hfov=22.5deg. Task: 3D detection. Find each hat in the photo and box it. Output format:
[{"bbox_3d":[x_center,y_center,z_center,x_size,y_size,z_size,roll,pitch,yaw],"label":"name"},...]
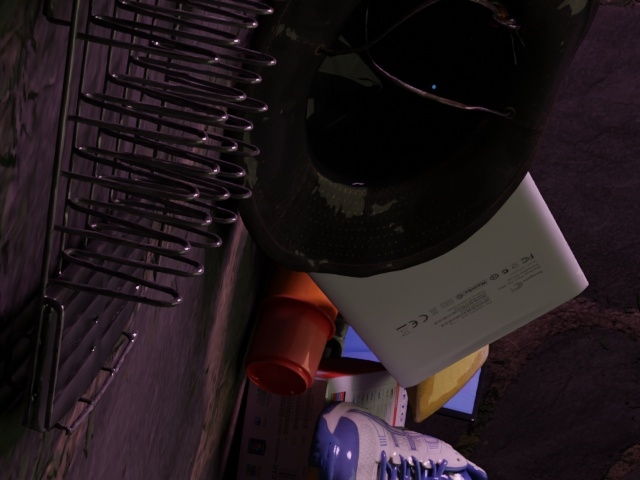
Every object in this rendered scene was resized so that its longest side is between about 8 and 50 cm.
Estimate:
[{"bbox_3d":[0.040,-0.139,1.164,0.331,0.134,0.331,-22,135,-25],"label":"hat"}]

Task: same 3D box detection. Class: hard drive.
[{"bbox_3d":[0.100,0.005,1.398,0.307,0.203,0.040,52,11,-51],"label":"hard drive"}]

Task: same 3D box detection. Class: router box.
[{"bbox_3d":[-0.004,0.292,1.639,0.301,0.082,0.335,9,88,-72],"label":"router box"}]

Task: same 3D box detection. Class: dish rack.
[{"bbox_3d":[-0.063,-0.053,0.684,0.208,0.074,0.271,-61,164,-70],"label":"dish rack"}]

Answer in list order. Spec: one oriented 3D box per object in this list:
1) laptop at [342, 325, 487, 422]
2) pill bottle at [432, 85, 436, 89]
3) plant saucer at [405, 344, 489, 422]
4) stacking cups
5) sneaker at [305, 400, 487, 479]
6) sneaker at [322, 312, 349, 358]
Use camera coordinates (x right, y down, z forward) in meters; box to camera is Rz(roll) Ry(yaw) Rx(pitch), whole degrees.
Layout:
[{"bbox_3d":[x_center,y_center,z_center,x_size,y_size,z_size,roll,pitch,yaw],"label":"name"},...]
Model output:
[{"bbox_3d":[0.109,0.069,2.002,0.136,0.234,0.264,46,58,-85],"label":"laptop"},{"bbox_3d":[0.071,-0.185,1.419,0.146,0.146,0.264,73,31,-80],"label":"pill bottle"},{"bbox_3d":[0.125,-0.024,1.674,0.332,0.081,0.332,-98,-172,-72],"label":"plant saucer"},{"bbox_3d":[0.000,0.000,1.503,0.096,0.096,0.316,95,13,-59],"label":"stacking cups"},{"bbox_3d":[0.078,0.217,1.518,0.296,0.131,0.111,17,83,-70],"label":"sneaker"},{"bbox_3d":[0.013,0.051,1.844,0.132,0.086,0.228,-75,-173,-86],"label":"sneaker"}]
